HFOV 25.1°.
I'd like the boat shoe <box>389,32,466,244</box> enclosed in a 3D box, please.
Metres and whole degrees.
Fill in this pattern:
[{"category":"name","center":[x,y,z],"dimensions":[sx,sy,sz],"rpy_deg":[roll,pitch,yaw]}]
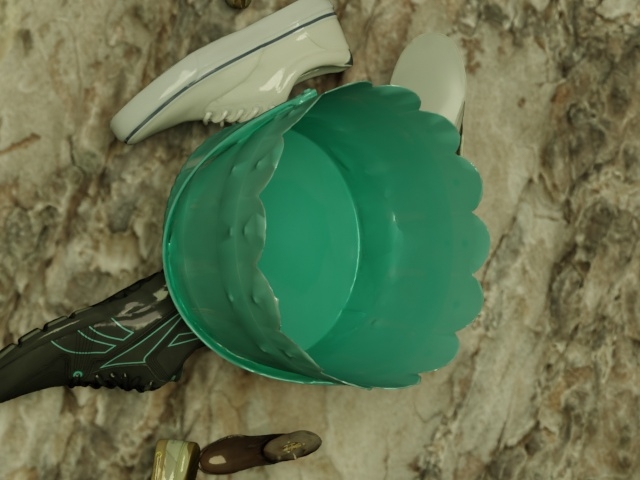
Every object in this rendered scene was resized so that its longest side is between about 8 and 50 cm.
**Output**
[{"category":"boat shoe","center":[0.107,-0.098,1.453],"dimensions":[0.078,0.070,0.219],"rpy_deg":[3,88,7]}]

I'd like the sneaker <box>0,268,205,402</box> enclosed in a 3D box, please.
[{"category":"sneaker","center":[-0.191,0.102,1.352],"dimensions":[0.267,0.101,0.106],"rpy_deg":[-24,92,-13]}]

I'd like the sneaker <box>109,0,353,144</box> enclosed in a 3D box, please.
[{"category":"sneaker","center":[-0.080,-0.150,1.405],"dimensions":[0.258,0.094,0.091],"rpy_deg":[-31,90,-13]}]

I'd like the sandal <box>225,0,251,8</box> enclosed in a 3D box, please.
[{"category":"sandal","center":[-0.105,-0.319,1.439],"dimensions":[0.049,0.072,0.180],"rpy_deg":[-6,93,20]}]

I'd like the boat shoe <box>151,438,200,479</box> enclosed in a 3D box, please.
[{"category":"boat shoe","center":[-0.152,0.256,1.374],"dimensions":[0.045,0.050,0.135],"rpy_deg":[13,80,14]}]

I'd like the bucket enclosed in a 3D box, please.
[{"category":"bucket","center":[0.000,0.000,1.318],"dimensions":[0.281,0.183,0.281],"rpy_deg":[3,86,-38]}]

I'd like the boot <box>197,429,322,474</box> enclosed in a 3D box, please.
[{"category":"boot","center":[-0.059,0.201,1.361],"dimensions":[0.106,0.114,0.037],"rpy_deg":[-13,87,-13]}]
